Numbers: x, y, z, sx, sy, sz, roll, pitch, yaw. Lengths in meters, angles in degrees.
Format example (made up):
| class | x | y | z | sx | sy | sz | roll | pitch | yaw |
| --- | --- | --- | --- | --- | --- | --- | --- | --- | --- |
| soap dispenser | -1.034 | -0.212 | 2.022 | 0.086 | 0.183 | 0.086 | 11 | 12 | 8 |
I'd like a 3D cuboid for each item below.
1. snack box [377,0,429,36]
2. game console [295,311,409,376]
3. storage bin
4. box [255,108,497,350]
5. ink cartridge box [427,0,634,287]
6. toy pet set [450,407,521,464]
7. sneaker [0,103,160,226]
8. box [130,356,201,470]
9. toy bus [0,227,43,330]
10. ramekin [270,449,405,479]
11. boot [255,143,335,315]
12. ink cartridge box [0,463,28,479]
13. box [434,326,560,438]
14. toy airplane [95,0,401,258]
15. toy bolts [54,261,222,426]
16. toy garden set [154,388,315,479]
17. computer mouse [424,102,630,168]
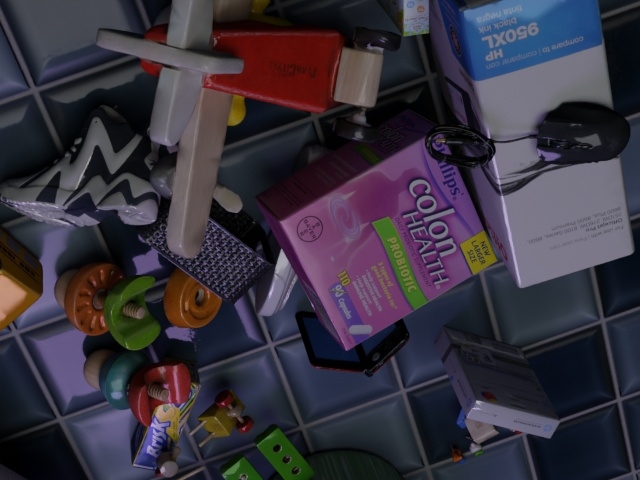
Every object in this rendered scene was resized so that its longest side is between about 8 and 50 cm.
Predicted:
| class | x | y | z | sx | sy | sz | roll | pitch | yaw |
| --- | --- | --- | --- | --- | --- | --- | --- | --- | --- |
| snack box | 0.100 | -0.326 | 1.579 | 0.037 | 0.141 | 0.100 | -9 | 120 | -8 |
| game console | 0.044 | 0.121 | 1.819 | 0.124 | 0.144 | 0.085 | -44 | 120 | 14 |
| storage bin | -0.158 | -0.012 | 1.712 | 0.180 | 0.122 | 0.084 | 38 | 106 | -28 |
| box | 0.075 | -0.015 | 1.682 | 0.243 | 0.117 | 0.214 | -30 | 115 | -8 |
| ink cartridge box | 0.253 | -0.184 | 1.608 | 0.166 | 0.285 | 0.395 | -17 | 121 | 0 |
| toy pet set | 0.250 | 0.295 | 2.027 | 0.122 | 0.065 | 0.114 | -29 | 156 | 8 |
| sneaker | -0.306 | -0.104 | 1.658 | 0.234 | 0.153 | 0.094 | -1 | 159 | 29 |
| box | -0.232 | 0.260 | 1.888 | 0.054 | 0.059 | 0.169 | 14 | 115 | -19 |
| toy bus | -0.509 | -0.014 | 1.631 | 0.108 | 0.130 | 0.333 | -38 | 120 | 11 |
| ramekin | 0.030 | 0.480 | 2.018 | 0.303 | 0.148 | 0.304 | -5 | 120 | -10 |
| boot | 0.000 | 0.000 | 1.767 | 0.123 | 0.095 | 0.258 | 14 | 111 | -17 |
| ink cartridge box | -0.467 | 0.400 | 1.771 | 0.165 | 0.065 | 0.332 | -44 | 122 | 6 |
| box | 0.261 | 0.210 | 1.893 | 0.145 | 0.186 | 0.038 | 16 | 115 | -21 |
| toy airplane | -0.120 | -0.223 | 1.516 | 0.386 | 0.272 | 0.384 | -48 | 138 | -21 |
| toy bolts | -0.262 | 0.124 | 1.792 | 0.218 | 0.158 | 0.229 | -23 | 120 | -47 |
| toy garden set | -0.162 | 0.351 | 1.901 | 0.244 | 0.049 | 0.204 | -39 | 117 | -5 |
| computer mouse | 0.240 | -0.113 | 1.457 | 0.242 | 0.041 | 0.071 | -6 | 121 | -4 |
